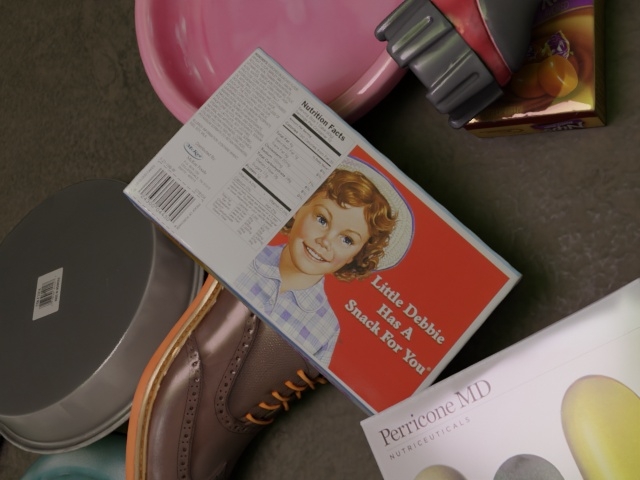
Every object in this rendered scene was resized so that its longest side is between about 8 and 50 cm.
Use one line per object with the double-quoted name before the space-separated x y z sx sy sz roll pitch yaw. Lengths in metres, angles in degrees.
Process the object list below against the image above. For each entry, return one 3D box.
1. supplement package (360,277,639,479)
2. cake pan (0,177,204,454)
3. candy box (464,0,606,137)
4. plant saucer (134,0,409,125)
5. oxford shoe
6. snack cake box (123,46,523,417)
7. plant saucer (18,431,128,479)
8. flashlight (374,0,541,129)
"supplement package" 0.195 0.190 0.520 0.199 0.198 0.263 -33 69 23
"cake pan" -0.248 0.060 0.821 0.293 0.054 0.293 -17 55 25
"candy box" 0.171 -0.183 0.669 0.109 0.053 0.187 -3 81 30
"plant saucer" -0.024 -0.242 0.771 0.332 0.084 0.332 -5 81 30
"oxford shoe" -0.062 0.115 0.724 0.132 0.130 0.364 21 94 24
"snack cake box" 0.000 0.000 0.641 0.264 0.089 0.152 42 81 2
"plant saucer" -0.237 0.357 0.839 0.317 0.043 0.318 -5 81 29
"flashlight" 0.182 -0.213 0.585 0.304 0.103 0.103 -39 30 14
